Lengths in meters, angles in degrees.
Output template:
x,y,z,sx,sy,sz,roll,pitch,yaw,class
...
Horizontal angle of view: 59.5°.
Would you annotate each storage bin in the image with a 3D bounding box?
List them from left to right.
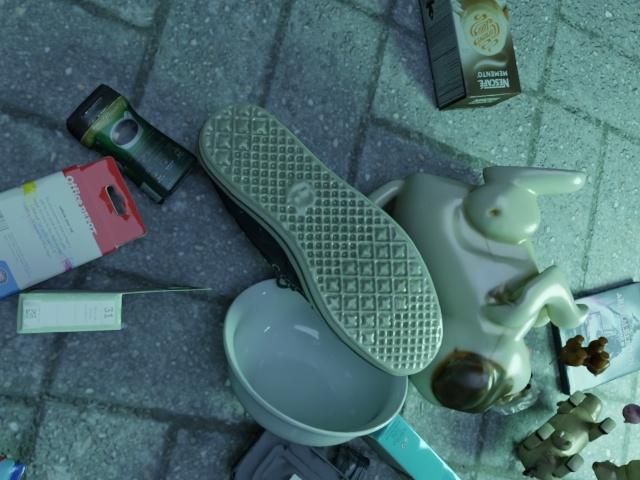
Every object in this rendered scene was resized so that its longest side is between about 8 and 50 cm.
x,y,z,sx,sy,sz,roll,pitch,yaw,class
-0.045,0.386,0.890,0.180,0.084,0.122,39,72,6,storage bin

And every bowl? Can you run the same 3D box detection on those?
x,y,z,sx,sy,sz,roll,pitch,yaw,class
-0.024,0.207,0.882,0.297,0.134,0.298,17,37,-13,bowl

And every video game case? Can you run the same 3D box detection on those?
x,y,z,sx,sy,sz,roll,pitch,yaw,class
0.632,0.213,1.247,0.274,0.026,0.196,-10,91,-22,video game case

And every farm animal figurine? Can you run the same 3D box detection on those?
x,y,z,sx,sy,sz,roll,pitch,yaw,class
0.517,0.371,1.081,0.326,0.172,0.330,-19,59,-13,farm animal figurine

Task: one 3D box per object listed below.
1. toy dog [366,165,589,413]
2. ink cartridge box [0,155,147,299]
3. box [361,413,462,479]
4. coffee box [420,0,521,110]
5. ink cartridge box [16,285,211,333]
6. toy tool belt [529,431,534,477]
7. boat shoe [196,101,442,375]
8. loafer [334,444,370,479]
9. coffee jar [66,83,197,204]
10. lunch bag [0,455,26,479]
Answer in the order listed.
x,y,z,sx,sy,sz,roll,pitch,yaw,class
0.259,0.090,0.966,0.395,0.284,0.408,3,86,-14,toy dog
-0.387,-0.019,0.806,0.231,0.078,0.134,-26,97,-22,ink cartridge box
0.171,0.398,0.999,0.244,0.100,0.060,48,70,-13,box
0.295,-0.392,1.106,0.141,0.098,0.247,-11,90,-23,coffee box
-0.288,0.093,0.790,0.235,0.171,0.056,3,86,-23,ink cartridge box
0.433,0.434,1.141,0.083,0.052,0.051,-40,71,-23,toy tool belt
0.000,0.000,0.884,0.187,0.156,0.500,-43,88,-14,boat shoe
0.015,0.434,0.962,0.061,0.062,0.170,35,70,6,loafer
-0.287,-0.146,0.856,0.184,0.079,0.096,41,72,-16,coffee jar
-0.511,0.373,0.615,0.221,0.138,0.293,27,34,-19,lunch bag
